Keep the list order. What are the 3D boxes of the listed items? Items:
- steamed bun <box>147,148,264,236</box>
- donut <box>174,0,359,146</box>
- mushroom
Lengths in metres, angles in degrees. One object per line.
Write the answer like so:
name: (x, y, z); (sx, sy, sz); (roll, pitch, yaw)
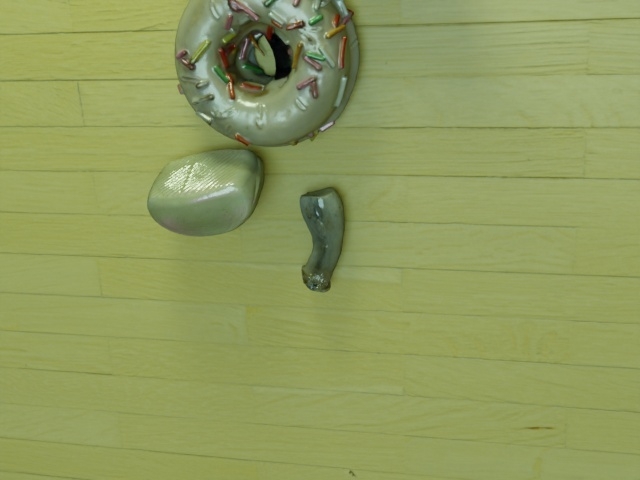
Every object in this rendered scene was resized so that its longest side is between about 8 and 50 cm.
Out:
steamed bun: (-0.222, -0.088, 2.046); (0.239, 0.170, 0.152); (-5, 132, 19)
donut: (-0.110, -0.353, 1.922); (0.383, 0.142, 0.382); (5, 112, 12)
mushroom: (0.005, 0.001, 2.061); (0.092, 0.081, 0.223); (-2, 113, -4)
